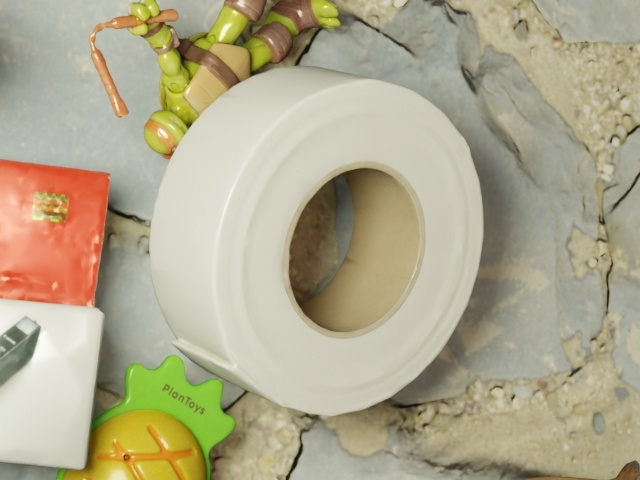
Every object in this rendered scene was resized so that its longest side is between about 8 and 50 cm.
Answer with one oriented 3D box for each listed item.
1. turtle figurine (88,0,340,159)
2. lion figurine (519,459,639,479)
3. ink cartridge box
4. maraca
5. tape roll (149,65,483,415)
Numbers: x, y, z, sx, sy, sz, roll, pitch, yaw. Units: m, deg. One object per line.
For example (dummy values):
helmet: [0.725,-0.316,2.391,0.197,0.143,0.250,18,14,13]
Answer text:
turtle figurine: [-0.079,-0.137,1.614,0.217,0.087,0.269,-50,126,-16]
lion figurine: [0.164,0.352,1.693,0.240,0.142,0.392,19,65,-16]
ink cartridge box: [-0.305,0.046,1.477,0.275,0.060,0.239,7,85,-10]
maraca: [-0.144,0.185,1.554,0.127,0.099,0.186,33,80,-23]
tape roll: [0.000,0.000,1.590,0.286,0.100,0.286,-11,109,-36]
